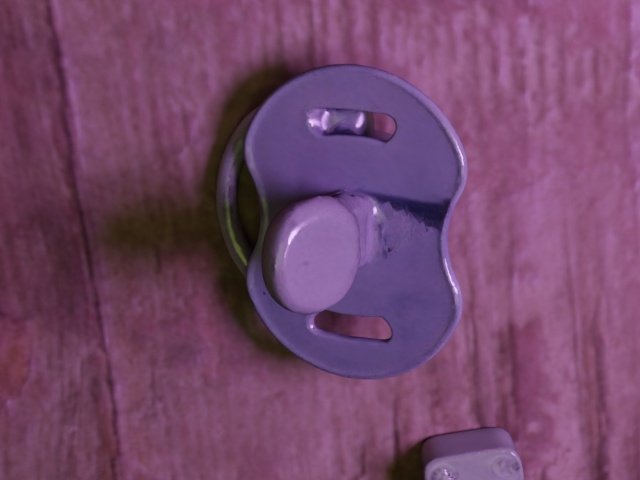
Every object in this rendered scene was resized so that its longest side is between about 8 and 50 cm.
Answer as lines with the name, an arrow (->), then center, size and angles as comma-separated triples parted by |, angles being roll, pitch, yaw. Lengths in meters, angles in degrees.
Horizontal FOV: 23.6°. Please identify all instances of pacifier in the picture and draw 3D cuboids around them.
pacifier -> 0.000, 0.000, 1.258 | 0.227, 0.207, 0.279 | 6, 110, 16

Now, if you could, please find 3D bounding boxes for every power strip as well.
power strip -> 0.166, 0.362, 1.462 | 0.091, 0.062, 0.385 | -9, 109, 3
